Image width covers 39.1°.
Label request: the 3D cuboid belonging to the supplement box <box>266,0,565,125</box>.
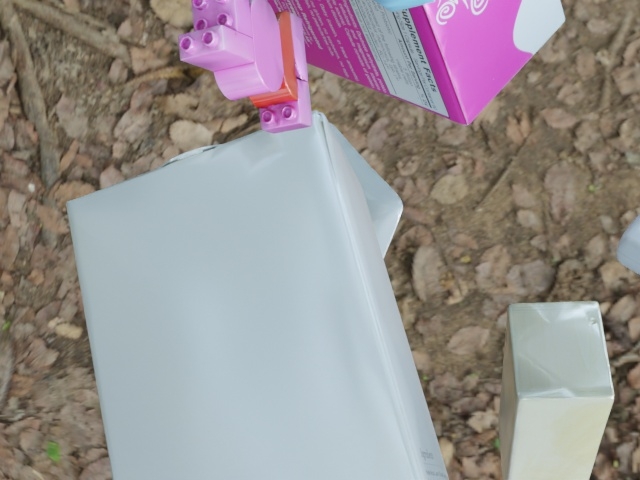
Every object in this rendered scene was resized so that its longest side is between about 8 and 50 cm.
[{"bbox_3d":[0.043,-0.183,0.636,0.111,0.220,0.114,-47,138,-15],"label":"supplement box"}]

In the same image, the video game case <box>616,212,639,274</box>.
[{"bbox_3d":[0.407,-0.028,0.572,0.300,0.036,0.329,34,65,26],"label":"video game case"}]

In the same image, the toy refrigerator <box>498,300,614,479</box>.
[{"bbox_3d":[0.236,0.175,0.922,0.094,0.269,0.102,-2,54,7],"label":"toy refrigerator"}]

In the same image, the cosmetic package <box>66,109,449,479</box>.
[{"bbox_3d":[-0.027,0.125,0.608,0.197,0.155,0.365,-17,69,9],"label":"cosmetic package"}]

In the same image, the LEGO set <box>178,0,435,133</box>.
[{"bbox_3d":[-0.012,-0.164,0.332,0.093,0.087,0.227,2,82,-65],"label":"LEGO set"}]

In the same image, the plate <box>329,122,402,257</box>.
[{"bbox_3d":[0.000,0.000,1.310,0.045,0.277,0.278,8,117,-28],"label":"plate"}]
